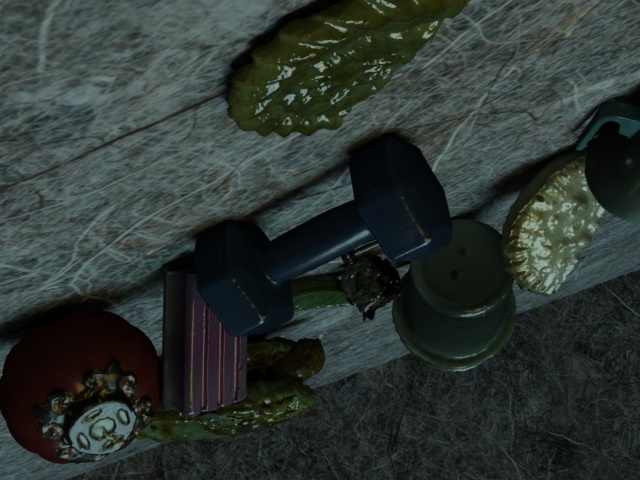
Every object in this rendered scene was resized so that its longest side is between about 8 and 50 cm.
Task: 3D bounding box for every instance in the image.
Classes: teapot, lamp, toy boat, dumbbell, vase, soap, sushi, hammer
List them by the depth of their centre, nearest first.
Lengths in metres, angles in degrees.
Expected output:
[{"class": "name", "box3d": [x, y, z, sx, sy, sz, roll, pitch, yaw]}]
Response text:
[{"class": "dumbbell", "box3d": [0.000, 0.000, 1.403, 0.325, 0.160, 0.144, -26, -163, 24]}, {"class": "lamp", "box3d": [-0.331, 0.198, 1.546, 0.227, 0.227, 0.227, -21, 167, -5]}, {"class": "soap", "box3d": [-0.160, 0.133, 1.553, 0.065, 0.203, 0.122, 11, -168, 39]}, {"class": "teapot", "box3d": [0.484, -0.138, 1.642, 0.203, 0.171, 0.225, 10, 155, -4]}, {"class": "hammer", "box3d": [0.117, -0.004, 1.863, 0.178, 0.021, 0.065, -24, 168, -2]}, {"class": "toy boat", "box3d": [-0.050, 0.105, 1.945, 0.293, 0.055, 0.093, -9, 161, -42]}, {"class": "sushi", "box3d": [0.085, 0.079, 1.966, 0.098, 0.094, 0.084, -44, 161, 18]}, {"class": "vase", "box3d": [0.256, 0.086, 2.032, 0.245, 0.245, 0.291, -20, 161, -6]}]

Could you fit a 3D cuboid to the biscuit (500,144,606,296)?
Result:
[{"class": "biscuit", "box3d": [0.376, -0.027, 1.818, 0.179, 0.084, 0.281, 1, 122, -34]}]

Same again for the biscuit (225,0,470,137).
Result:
[{"class": "biscuit", "box3d": [0.006, -0.157, 1.010, 0.187, 0.036, 0.273, -13, 164, -35]}]

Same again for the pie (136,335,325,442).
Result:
[{"class": "pie", "box3d": [-0.229, 0.321, 2.279, 0.418, 0.180, 0.395, -21, 170, 28]}]
